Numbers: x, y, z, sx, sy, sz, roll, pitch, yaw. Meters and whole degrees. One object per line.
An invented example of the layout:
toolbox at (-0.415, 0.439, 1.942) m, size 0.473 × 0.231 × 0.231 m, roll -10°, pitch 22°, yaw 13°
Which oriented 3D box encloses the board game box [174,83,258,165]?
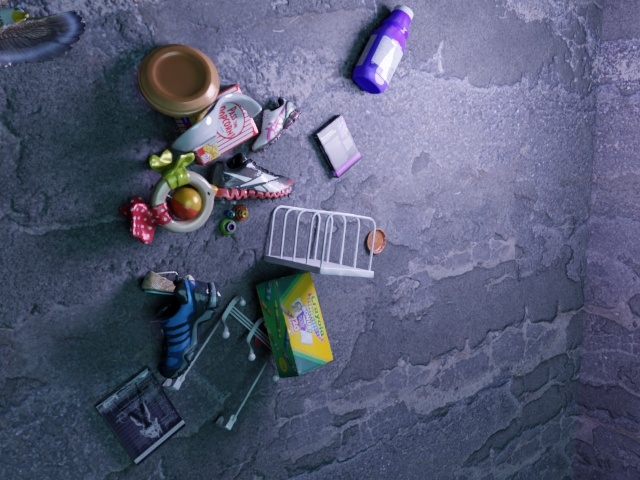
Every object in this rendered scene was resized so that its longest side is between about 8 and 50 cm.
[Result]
board game box at (-0.277, -0.311, 1.672) m, size 0.193 × 0.045 × 0.147 m, roll -37°, pitch 118°, yaw -27°

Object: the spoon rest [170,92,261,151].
spoon rest at (-0.272, -0.304, 1.584) m, size 0.276 × 0.137 × 0.084 m, roll -39°, pitch 97°, yaw -41°

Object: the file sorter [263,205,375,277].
file sorter at (0.000, 0.000, 1.794) m, size 0.192 × 0.277 × 0.173 m, roll 6°, pitch 93°, yaw -38°

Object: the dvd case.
dvd case at (-0.477, 0.470, 1.676) m, size 0.164 × 0.018 × 0.221 m, roll -38°, pitch 118°, yaw -28°

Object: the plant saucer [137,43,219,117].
plant saucer at (-0.348, -0.401, 1.544) m, size 0.200 × 0.037 × 0.200 m, roll 4°, pitch 73°, yaw -14°

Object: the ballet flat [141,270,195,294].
ballet flat at (-0.374, 0.120, 1.663) m, size 0.206 × 0.073 × 0.067 m, roll 17°, pitch 74°, yaw -42°

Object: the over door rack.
over door rack at (-0.243, 0.355, 1.771) m, size 0.239 × 0.108 × 0.324 m, roll 48°, pitch 70°, yaw -28°

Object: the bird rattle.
bird rattle at (-0.368, -0.098, 1.575) m, size 0.207 × 0.143 × 0.254 m, roll 26°, pitch 82°, yaw -33°

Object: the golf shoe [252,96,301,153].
golf shoe at (-0.141, -0.323, 1.771) m, size 0.086 × 0.067 × 0.186 m, roll 42°, pitch 69°, yaw -9°

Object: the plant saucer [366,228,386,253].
plant saucer at (0.186, 0.001, 2.101) m, size 0.083 × 0.013 × 0.083 m, roll -8°, pitch 104°, yaw -37°

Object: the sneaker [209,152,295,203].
sneaker at (-0.186, -0.174, 1.732) m, size 0.276 × 0.097 × 0.135 m, roll -5°, pitch 103°, yaw -35°

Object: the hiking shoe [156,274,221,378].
hiking shoe at (-0.374, 0.224, 1.634) m, size 0.132 × 0.113 × 0.304 m, roll 19°, pitch 108°, yaw -26°

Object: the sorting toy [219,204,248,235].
sorting toy at (-0.238, -0.060, 1.748) m, size 0.061 × 0.042 × 0.102 m, roll 47°, pitch 70°, yaw -33°

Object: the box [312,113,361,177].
box at (0.054, -0.292, 1.939) m, size 0.116 × 0.029 × 0.162 m, roll -42°, pitch 122°, yaw -25°

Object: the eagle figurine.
eagle figurine at (-0.664, -0.463, 1.292) m, size 0.226 × 0.225 × 0.298 m, roll -64°, pitch 177°, yaw 41°

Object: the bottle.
bottle at (0.203, -0.602, 1.957) m, size 0.118 × 0.092 × 0.283 m, roll 33°, pitch 78°, yaw -37°

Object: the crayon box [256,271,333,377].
crayon box at (-0.074, 0.242, 1.826) m, size 0.165 × 0.081 × 0.278 m, roll -11°, pitch 84°, yaw -52°

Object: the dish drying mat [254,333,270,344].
dish drying mat at (-0.163, 0.298, 1.891) m, size 0.083 × 0.008 × 0.032 m, roll 7°, pitch 93°, yaw -37°
